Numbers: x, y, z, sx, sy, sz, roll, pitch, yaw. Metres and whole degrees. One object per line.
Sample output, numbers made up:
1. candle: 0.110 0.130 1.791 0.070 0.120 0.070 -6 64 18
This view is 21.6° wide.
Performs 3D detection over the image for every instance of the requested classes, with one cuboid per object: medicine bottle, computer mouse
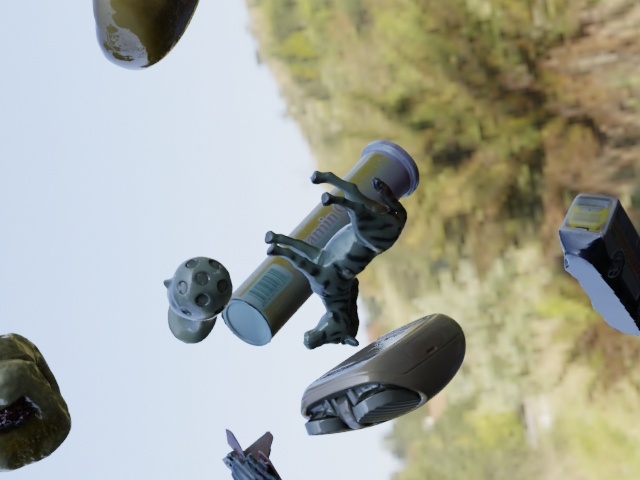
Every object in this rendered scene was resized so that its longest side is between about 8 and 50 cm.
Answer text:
1. medicine bottle: 0.000 0.000 2.624 0.426 0.108 0.108 -46 -45 -38
2. computer mouse: 0.075 0.154 1.862 0.236 0.145 0.082 -31 -86 -57

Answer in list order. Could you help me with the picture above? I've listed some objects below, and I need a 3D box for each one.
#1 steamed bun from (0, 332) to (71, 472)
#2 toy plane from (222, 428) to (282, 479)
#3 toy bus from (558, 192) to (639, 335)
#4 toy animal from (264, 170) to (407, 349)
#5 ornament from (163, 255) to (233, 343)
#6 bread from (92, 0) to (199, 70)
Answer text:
1. steamed bun: -0.403 0.186 2.105 0.172 0.141 0.155 55 166 28
2. toy plane: -0.051 0.439 2.618 0.326 0.104 0.223 54 159 21
3. toy bus: 0.287 0.024 1.645 0.172 0.057 0.072 49 -121 -47
4. toy animal: 0.006 0.022 2.228 0.090 0.170 0.255 -103 31 -52
5. ornament: -0.146 0.066 1.955 0.156 0.081 0.075 114 176 -71
6. bread: -0.171 -0.285 1.781 0.147 0.098 0.217 94 -169 -62
